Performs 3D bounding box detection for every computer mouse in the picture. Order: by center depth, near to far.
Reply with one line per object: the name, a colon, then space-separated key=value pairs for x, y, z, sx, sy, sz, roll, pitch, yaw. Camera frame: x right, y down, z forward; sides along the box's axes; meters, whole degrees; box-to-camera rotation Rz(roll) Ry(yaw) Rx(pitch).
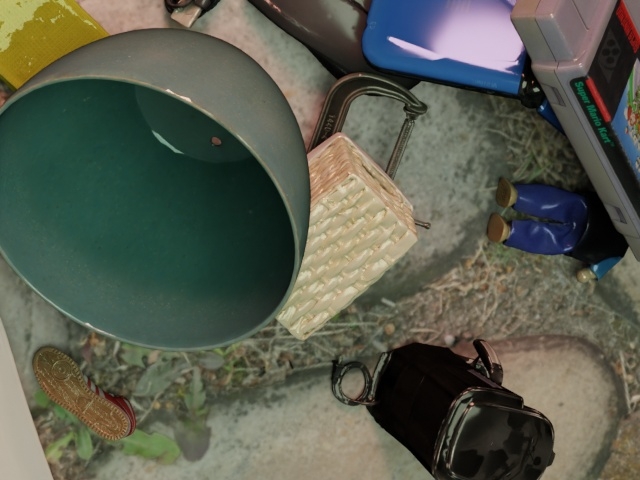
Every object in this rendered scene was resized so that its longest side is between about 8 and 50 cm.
computer mouse: x=0.005 y=-0.228 z=1.555 sx=0.272 sy=0.072 sz=0.188 roll=32 pitch=90 yaw=-20

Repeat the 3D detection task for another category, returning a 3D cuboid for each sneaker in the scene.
sneaker: x=-0.225 y=0.149 z=1.589 sx=0.118 sy=0.067 sz=0.042 roll=43 pitch=90 yaw=10

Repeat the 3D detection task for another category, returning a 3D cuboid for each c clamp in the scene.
c clamp: x=0.057 y=-0.090 z=1.602 sx=0.137 sy=0.022 sz=0.160 roll=10 pitch=126 yaw=-4

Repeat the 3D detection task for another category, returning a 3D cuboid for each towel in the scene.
towel: x=-0.270 y=-0.195 z=1.506 sx=0.102 sy=0.021 sz=0.237 roll=-46 pitch=111 yaw=-2

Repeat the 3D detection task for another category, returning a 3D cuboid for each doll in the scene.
doll: x=0.271 y=-0.021 z=1.694 sx=0.189 sy=0.046 sz=0.129 roll=9 pitch=100 yaw=-18

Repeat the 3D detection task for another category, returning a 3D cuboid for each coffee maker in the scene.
coffee maker: x=0.119 y=0.177 z=1.621 sx=0.171 sy=0.178 sz=0.120 roll=-8 pitch=103 yaw=-15

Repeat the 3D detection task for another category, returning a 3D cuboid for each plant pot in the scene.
plant pot: x=-0.130 y=-0.073 z=1.455 sx=0.290 sy=0.195 sz=0.290 roll=11 pitch=130 yaw=13

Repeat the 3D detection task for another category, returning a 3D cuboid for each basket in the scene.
basket: x=0.000 y=0.000 z=1.566 sx=0.167 sy=0.103 sz=0.113 roll=-41 pitch=113 yaw=10

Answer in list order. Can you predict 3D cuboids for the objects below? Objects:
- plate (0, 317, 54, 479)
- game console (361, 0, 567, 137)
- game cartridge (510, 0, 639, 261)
plate: x=-0.386 y=0.225 z=1.510 sx=0.278 sy=0.045 sz=0.277 roll=-27 pitch=114 yaw=-31
game console: x=0.195 y=-0.247 z=1.584 sx=0.250 sy=0.173 sz=0.293 roll=12 pitch=73 yaw=10
game cartridge: x=0.296 y=-0.164 z=1.548 sx=0.355 sy=0.068 sz=0.230 roll=53 pitch=47 yaw=-42
